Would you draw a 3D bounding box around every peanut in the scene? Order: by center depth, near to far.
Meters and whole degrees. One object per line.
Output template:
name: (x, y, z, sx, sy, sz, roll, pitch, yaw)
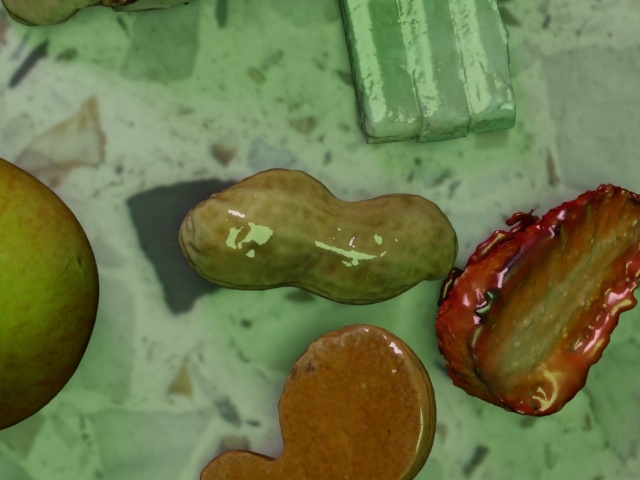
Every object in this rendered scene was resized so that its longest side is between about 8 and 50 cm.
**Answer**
peanut: (0.000, -0.002, 1.204, 0.192, 0.089, 0.089, 8, 91, -12)

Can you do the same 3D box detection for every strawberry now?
strawberry: (0.158, 0.036, 1.232, 0.188, 0.082, 0.121, -43, 117, -14)

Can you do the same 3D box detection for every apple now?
apple: (-0.240, 0.035, 1.124, 0.196, 0.196, 0.196, 0, 92, -8)

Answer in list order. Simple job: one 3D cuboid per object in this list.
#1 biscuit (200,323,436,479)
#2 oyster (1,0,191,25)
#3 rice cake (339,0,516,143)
biscuit: (0.001, 0.214, 1.177, 0.205, 0.049, 0.324, 14, 94, 34)
oyster: (-0.057, -0.229, 1.153, 0.341, 0.110, 0.166, 0, 94, 10)
rice cake: (0.065, -0.173, 1.226, 0.124, 0.038, 0.211, -6, 92, -7)
